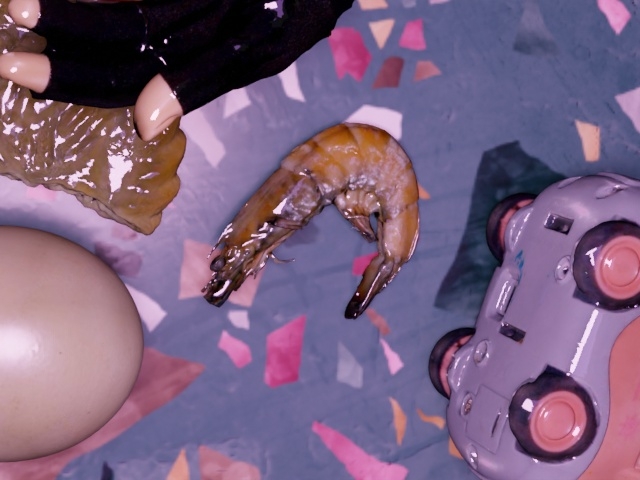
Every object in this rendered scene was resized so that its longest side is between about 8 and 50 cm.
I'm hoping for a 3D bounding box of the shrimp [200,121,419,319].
[{"bbox_3d":[0.000,0.000,1.345,0.217,0.051,0.150,-43,109,-7],"label":"shrimp"}]

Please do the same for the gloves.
[{"bbox_3d":[-0.114,-0.180,1.229,0.301,0.152,0.197,-14,62,-32],"label":"gloves"}]

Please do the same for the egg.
[{"bbox_3d":[-0.268,0.082,1.234,0.253,0.188,0.189,0,97,-1],"label":"egg"}]

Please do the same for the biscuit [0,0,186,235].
[{"bbox_3d":[-0.233,-0.129,1.292,0.273,0.036,0.187,18,89,-10],"label":"biscuit"}]

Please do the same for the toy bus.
[{"bbox_3d":[0.246,0.092,1.338,0.232,0.194,0.288,19,92,-24],"label":"toy bus"}]
